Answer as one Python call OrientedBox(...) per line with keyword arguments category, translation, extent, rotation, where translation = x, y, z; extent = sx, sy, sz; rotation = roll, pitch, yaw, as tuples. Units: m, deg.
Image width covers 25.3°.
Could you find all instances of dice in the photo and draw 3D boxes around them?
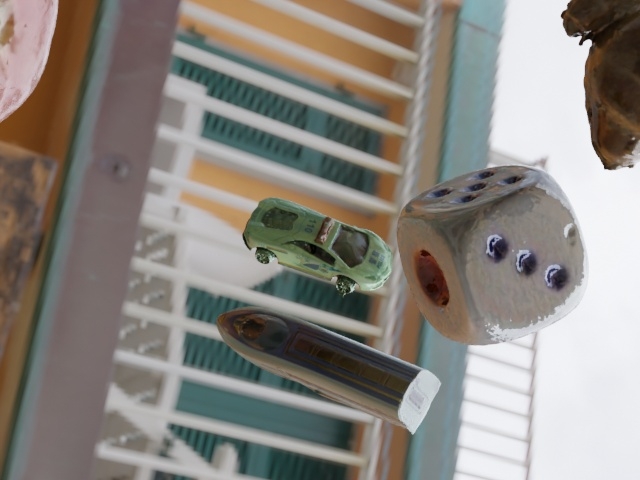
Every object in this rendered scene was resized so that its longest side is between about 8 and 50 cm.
OrientedBox(category="dice", translation=(0.223, 0.017, 1.870), extent=(0.194, 0.192, 0.193), rotation=(14, -57, 66))

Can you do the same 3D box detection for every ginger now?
OrientedBox(category="ginger", translation=(0.419, -0.147, 1.545), extent=(0.256, 0.375, 0.176), rotation=(-55, 177, 11))

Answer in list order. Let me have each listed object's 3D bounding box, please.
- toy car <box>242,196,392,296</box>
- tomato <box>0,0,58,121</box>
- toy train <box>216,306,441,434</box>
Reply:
OrientedBox(category="toy car", translation=(0.000, 0.000, 1.722), extent=(0.058, 0.186, 0.093), rotation=(101, 12, -48))
OrientedBox(category="tomato", translation=(-0.275, -0.156, 0.899), extent=(0.184, 0.208, 0.208), rotation=(18, -90, 17))
OrientedBox(category="toy train", translation=(-0.012, 0.101, 1.259), extent=(0.252, 0.048, 0.055), rotation=(18, -104, 38))
